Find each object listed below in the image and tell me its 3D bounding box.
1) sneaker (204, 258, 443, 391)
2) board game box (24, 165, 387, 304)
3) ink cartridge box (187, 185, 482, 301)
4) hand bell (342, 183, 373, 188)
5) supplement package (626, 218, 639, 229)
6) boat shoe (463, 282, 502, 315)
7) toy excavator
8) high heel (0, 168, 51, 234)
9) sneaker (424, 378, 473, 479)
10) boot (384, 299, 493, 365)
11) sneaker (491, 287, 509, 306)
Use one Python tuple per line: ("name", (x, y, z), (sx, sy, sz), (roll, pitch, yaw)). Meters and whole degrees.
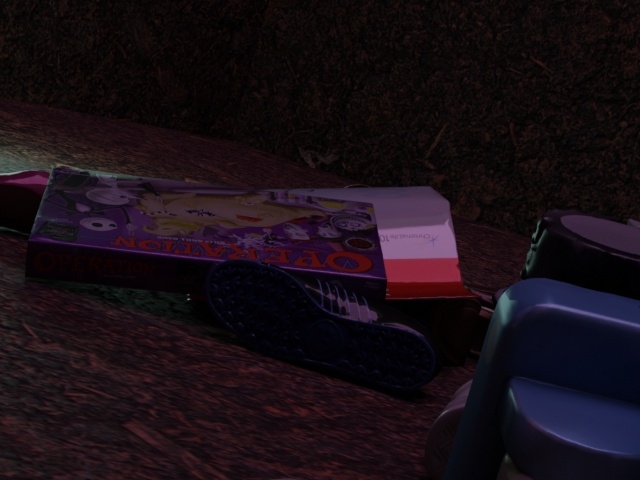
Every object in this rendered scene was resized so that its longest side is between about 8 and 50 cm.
("sneaker", (0.005, 0.081, 1.499), (0.232, 0.081, 0.090), (24, 5, 10))
("board game box", (-0.112, -0.003, 1.613), (0.347, 0.056, 0.208), (6, 26, -6))
("ink cartridge box", (0.000, 0.000, 1.780), (0.308, 0.091, 0.385), (0, 7, -5))
("hand bell", (-0.013, -0.018, 2.324), (0.126, 0.126, 0.242), (12, -6, -33))
("supplement package", (0.380, 0.104, 1.622), (0.194, 0.203, 0.149), (17, 6, 7))
("boat shoe", (0.305, 0.080, 2.131), (0.257, 0.095, 0.095), (14, 7, -18))
("toy excavator", (0.154, 0.144, 0.819), (0.433, 0.222, 0.445), (14, 15, -5))
("high heel", (-0.355, -0.034, 1.718), (0.244, 0.082, 0.117), (27, 31, -19))
("sneaker", (0.230, 0.161, 1.191), (0.293, 0.108, 0.169), (15, 9, 7))
("boot", (0.106, 0.083, 1.759), (0.152, 0.073, 0.197), (18, -3, 24))
("sneaker", (0.251, 0.089, 1.685), (0.083, 0.098, 0.223), (57, 6, -25))
